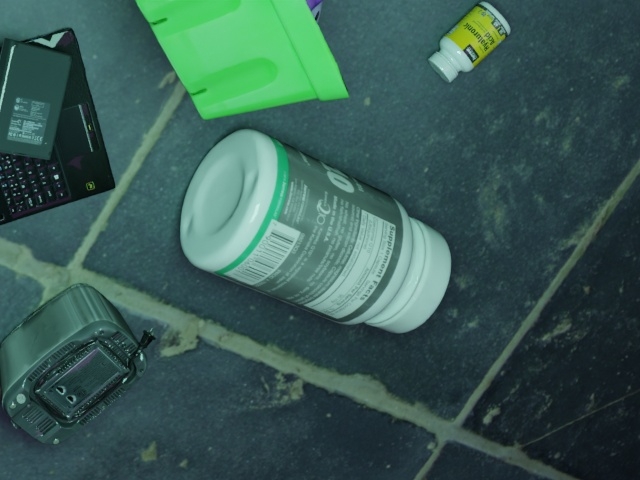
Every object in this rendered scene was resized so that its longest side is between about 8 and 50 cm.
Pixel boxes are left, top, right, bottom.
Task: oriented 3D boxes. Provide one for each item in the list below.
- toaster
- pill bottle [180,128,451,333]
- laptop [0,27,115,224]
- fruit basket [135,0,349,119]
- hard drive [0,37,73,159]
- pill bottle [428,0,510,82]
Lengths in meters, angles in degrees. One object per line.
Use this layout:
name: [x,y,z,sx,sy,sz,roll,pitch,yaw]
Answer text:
toaster: [-0.340,0.157,1.546,0.227,0.146,0.129,-40,127,-1]
pill bottle: [0.000,0.000,1.596,0.361,0.204,0.204,24,103,-34]
laptop: [-0.389,-0.102,1.390,0.264,0.136,0.234,-19,123,-16]
fruit basket: [-0.032,-0.354,1.291,0.392,0.392,0.283,-33,125,-7]
hard drive: [-0.356,-0.171,1.373,0.094,0.022,0.135,7,99,-52]
pill bottle: [0.214,-0.285,1.635,0.116,0.065,0.065,-44,126,1]
